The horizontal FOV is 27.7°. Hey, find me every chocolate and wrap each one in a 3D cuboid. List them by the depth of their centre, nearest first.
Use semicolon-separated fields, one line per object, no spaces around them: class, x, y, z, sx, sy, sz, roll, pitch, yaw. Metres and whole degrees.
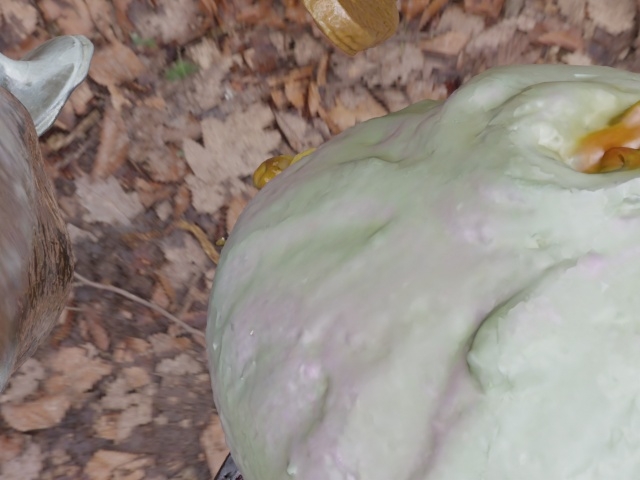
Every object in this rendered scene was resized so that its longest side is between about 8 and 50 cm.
chocolate;-0.151;-0.019;0.511;0.083;0.261;0.161;-35;101;1

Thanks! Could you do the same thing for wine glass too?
wine glass;-0.283;-0.173;0.928;0.156;0.156;0.232;-48;126;-4

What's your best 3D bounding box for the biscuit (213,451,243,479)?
biscuit;-0.059;0.384;1.693;0.235;0.063;0.151;29;55;18

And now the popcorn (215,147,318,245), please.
popcorn;0.002;-0.003;1.554;0.191;0.190;0.253;-18;63;-31

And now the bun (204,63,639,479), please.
bun;0.106;0.023;0.499;0.293;0.187;0.293;12;40;-10

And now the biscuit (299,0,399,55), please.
biscuit;-0.011;-0.372;1.609;0.057;0.351;0.312;-34;118;23
